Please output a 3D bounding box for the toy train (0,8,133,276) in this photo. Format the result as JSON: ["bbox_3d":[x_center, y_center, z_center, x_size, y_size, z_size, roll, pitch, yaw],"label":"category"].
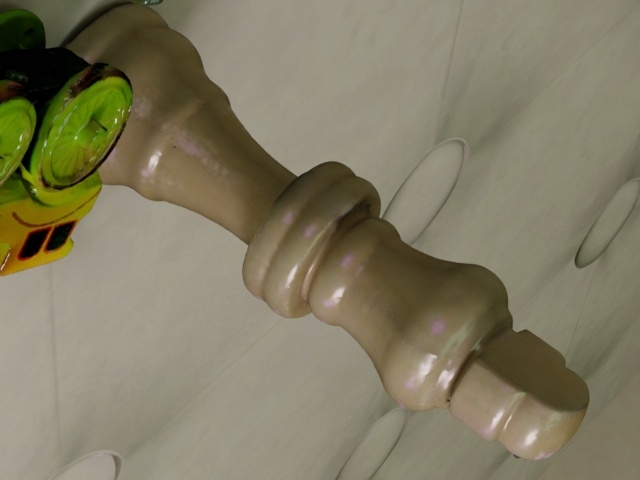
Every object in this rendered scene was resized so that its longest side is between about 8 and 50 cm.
[{"bbox_3d":[-0.226,-0.042,1.062,0.296,0.100,0.160,-16,140,-58],"label":"toy train"}]

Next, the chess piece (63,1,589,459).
[{"bbox_3d":[0.000,0.000,1.188,0.117,0.397,0.117,-45,159,-23],"label":"chess piece"}]

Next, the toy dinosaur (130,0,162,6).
[{"bbox_3d":[-0.161,-0.241,0.923,0.447,0.087,0.301,-25,132,-32],"label":"toy dinosaur"}]
